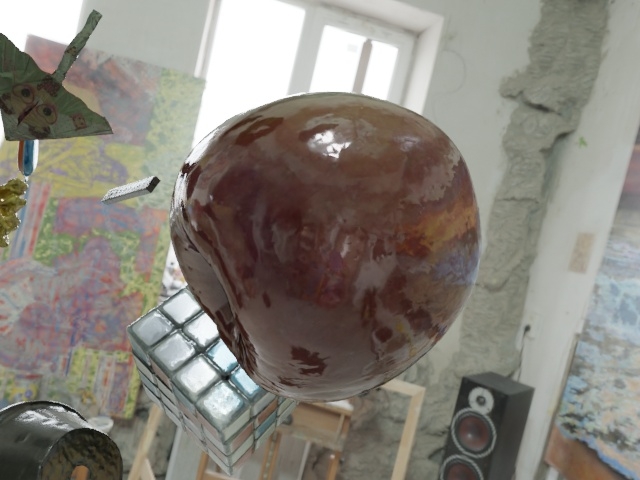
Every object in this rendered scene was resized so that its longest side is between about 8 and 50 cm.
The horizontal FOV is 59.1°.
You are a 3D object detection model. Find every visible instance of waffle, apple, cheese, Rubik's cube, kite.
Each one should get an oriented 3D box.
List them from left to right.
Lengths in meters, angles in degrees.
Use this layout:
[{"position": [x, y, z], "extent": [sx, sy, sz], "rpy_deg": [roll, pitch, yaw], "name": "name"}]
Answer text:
[{"position": [-0.607, -0.039, 0.991], "extent": [0.191, 0.161, 0.046], "rpy_deg": [8, -10, 18], "name": "waffle"}, {"position": [-0.683, -0.260, 1.320], "extent": [0.037, 0.256, 0.106], "rpy_deg": [4, 18, -21], "name": "cheese"}, {"position": [-0.412, -0.249, 0.879], "extent": [0.229, 0.250, 0.012], "rpy_deg": [38, 9, -15], "name": "kite"}, {"position": [-0.168, 0.227, 1.049], "extent": [0.256, 0.253, 0.259], "rpy_deg": [37, 55, 20], "name": "Rubik's cube"}, {"position": [0.000, 0.000, 0.528], "extent": [0.234, 0.306, 0.305], "rpy_deg": [-27, 22, -23], "name": "apple"}]

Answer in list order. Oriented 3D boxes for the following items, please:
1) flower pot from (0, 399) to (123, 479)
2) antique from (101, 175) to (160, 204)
[{"position": [-0.450, 0.401, 0.953], "extent": [0.166, 0.269, 0.269], "rpy_deg": [-16, -14, 34], "name": "flower pot"}, {"position": [-0.348, -0.089, 1.026], "extent": [0.192, 0.031, 0.015], "rpy_deg": [-6, -43, 47], "name": "antique"}]
